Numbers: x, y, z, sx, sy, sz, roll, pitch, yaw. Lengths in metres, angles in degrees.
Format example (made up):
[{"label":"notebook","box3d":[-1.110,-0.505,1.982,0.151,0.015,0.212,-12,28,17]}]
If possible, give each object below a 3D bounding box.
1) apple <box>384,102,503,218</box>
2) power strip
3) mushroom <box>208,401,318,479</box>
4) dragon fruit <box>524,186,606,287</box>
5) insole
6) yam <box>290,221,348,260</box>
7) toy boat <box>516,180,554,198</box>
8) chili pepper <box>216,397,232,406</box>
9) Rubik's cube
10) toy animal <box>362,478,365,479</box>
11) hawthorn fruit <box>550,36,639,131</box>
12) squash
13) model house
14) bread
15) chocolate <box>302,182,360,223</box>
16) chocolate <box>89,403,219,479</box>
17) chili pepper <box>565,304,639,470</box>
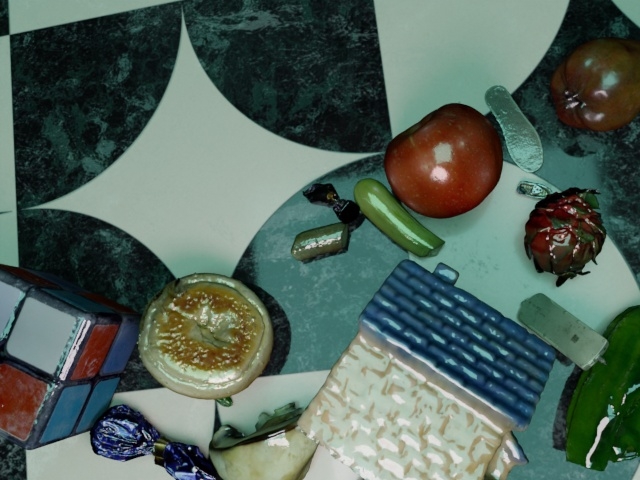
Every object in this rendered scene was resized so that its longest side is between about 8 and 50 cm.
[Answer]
[{"label":"apple","box3d":[0.266,-0.166,1.460,0.261,0.260,0.216,-32,101,4]},{"label":"power strip","box3d":[0.520,0.195,1.423,0.080,0.029,0.227,-49,45,3]},{"label":"mushroom","box3d":[-0.108,0.476,1.465,0.267,0.189,0.163,-19,93,5]},{"label":"dragon fruit","box3d":[0.525,-0.014,1.437,0.183,0.182,0.188,5,64,11]},{"label":"insole","box3d":[0.457,-0.265,1.567,0.080,0.003,0.231,-25,78,5]},{"label":"yam","box3d":[0.000,0.000,1.578,0.147,0.070,0.069,-15,79,8]},{"label":"toy boat","box3d":[0.491,-0.115,1.523,0.083,0.038,0.038,12,84,12]},{"label":"chili pepper","box3d":[-0.302,0.329,1.590,0.227,0.059,0.088,34,93,8]},{"label":"Rubik's cube","box3d":[-0.640,0.253,1.525,0.314,0.318,0.316,23,87,11]},{"label":"toy animal","box3d":[0.081,0.652,1.431,0.188,0.266,0.307,45,134,26]},{"label":"hawthorn fruit","box3d":[0.635,-0.354,1.464,0.248,0.208,0.208,-31,77,-21]},{"label":"squash","box3d":[0.174,-0.050,1.547,0.250,0.083,0.083,43,91,11]},{"label":"model house","box3d":[0.241,0.277,1.300,0.395,0.445,0.399,29,87,14]},{"label":"bread","box3d":[-0.258,0.219,1.525,0.306,0.158,0.305,1,69,-4]},{"label":"chocolate","box3d":[0.026,-0.099,1.574,0.072,0.070,0.147,-21,47,-36]},{"label":"chocolate","box3d":[-0.354,0.490,1.530,0.344,0.148,0.126,16,55,19]},{"label":"chili pepper","box3d":[0.648,0.309,1.367,0.213,0.167,0.384,26,88,14]}]
